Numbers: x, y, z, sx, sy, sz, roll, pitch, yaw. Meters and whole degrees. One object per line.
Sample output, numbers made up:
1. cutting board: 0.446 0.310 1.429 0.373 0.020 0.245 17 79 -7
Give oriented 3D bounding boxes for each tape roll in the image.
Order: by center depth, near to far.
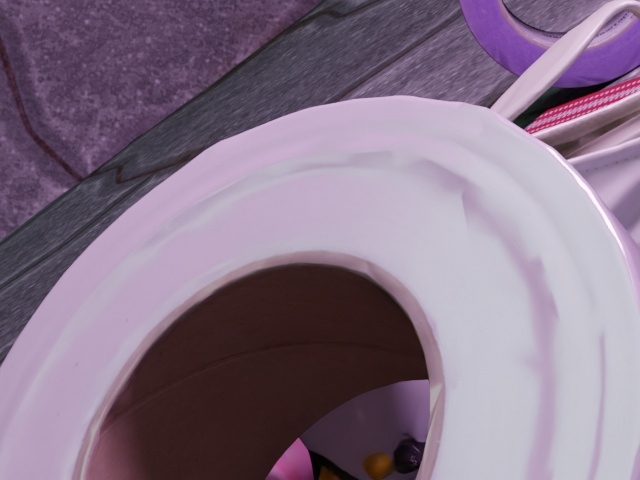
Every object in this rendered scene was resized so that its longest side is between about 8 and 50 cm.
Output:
1. tape roll: -0.001 0.092 0.498 0.286 0.100 0.286 -20 49 25
2. tape roll: 0.203 -0.225 1.171 0.189 0.189 0.080 -32 14 12

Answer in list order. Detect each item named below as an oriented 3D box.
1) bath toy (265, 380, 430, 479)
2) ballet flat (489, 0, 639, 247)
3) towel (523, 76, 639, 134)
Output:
1. bath toy: -0.007 0.101 0.712 0.348 0.151 0.129 -24 49 43
2. ballet flat: 0.216 -0.086 0.751 0.400 0.139 0.139 -30 14 1
3. towel: 0.153 -0.030 0.965 0.199 0.031 0.275 -16 22 51
